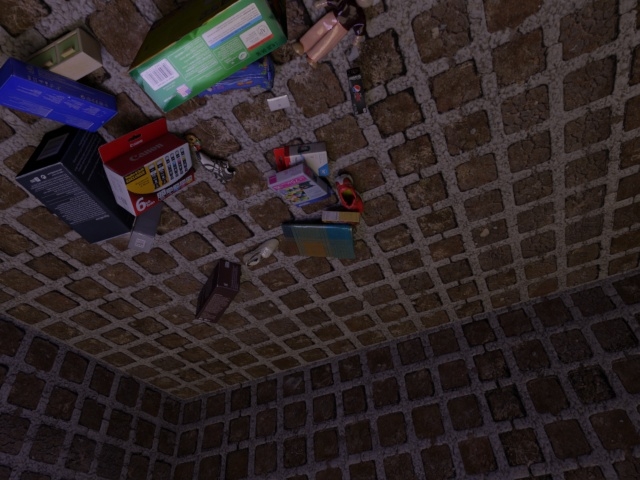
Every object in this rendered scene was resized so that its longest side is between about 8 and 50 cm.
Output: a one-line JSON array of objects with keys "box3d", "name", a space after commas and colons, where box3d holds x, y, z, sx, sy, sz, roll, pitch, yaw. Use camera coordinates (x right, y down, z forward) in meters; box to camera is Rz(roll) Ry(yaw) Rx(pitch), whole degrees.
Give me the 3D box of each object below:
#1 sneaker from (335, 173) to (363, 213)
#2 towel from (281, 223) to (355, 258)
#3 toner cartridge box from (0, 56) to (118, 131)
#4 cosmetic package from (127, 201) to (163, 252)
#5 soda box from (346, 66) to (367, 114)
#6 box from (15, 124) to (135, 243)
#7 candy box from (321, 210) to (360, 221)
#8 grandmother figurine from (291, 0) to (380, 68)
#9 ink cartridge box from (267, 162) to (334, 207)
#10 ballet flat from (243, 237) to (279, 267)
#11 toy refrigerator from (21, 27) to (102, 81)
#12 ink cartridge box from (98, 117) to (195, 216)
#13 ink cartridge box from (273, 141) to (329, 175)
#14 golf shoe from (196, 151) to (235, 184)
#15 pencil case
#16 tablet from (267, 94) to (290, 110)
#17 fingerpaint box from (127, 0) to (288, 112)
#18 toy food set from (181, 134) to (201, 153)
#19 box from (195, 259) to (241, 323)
[{"box3d": [0.138, -0.195, 1.978, 0.107, 0.118, 0.279, -20, 143, 15], "name": "sneaker"}, {"box3d": [-0.003, 0.000, 2.173, 0.370, 0.040, 0.271, 3, 142, 11], "name": "towel"}, {"box3d": [-0.923, -0.496, 1.438, 0.165, 0.075, 0.348, -22, 165, 27], "name": "toner cartridge box"}, {"box3d": [-0.816, -0.076, 1.921, 0.107, 0.238, 0.127, 20, 135, -22], "name": "cosmetic package"}, {"box3d": [0.143, -0.582, 1.605, 0.053, 0.060, 0.169, -10, 138, 6], "name": "soda box"}, {"box3d": [-0.956, -0.233, 1.689, 0.212, 0.293, 0.395, -16, 136, 11], "name": "box"}, {"box3d": [0.104, -0.111, 2.065, 0.187, 0.053, 0.109, 4, 172, 7], "name": "candy box"}, {"box3d": [0.072, -0.744, 1.394, 0.208, 0.104, 0.342, 24, 133, -40], "name": "grandmother figurine"}, {"box3d": [-0.080, -0.235, 1.875, 0.186, 0.065, 0.311, -16, 158, 24], "name": "ink cartridge box"}, {"box3d": [-0.326, 0.077, 2.257, 0.248, 0.086, 0.086, -31, 132, 25], "name": "ballet flat"}, {"box3d": [-0.893, -0.607, 1.404, 0.270, 0.102, 0.094, -19, 167, 14], "name": "toy refrigerator"}, {"box3d": [-0.679, -0.297, 1.637, 0.130, 0.309, 0.271, 30, 142, 21], "name": "ink cartridge box"}, {"box3d": [-0.084, -0.350, 1.820, 0.231, 0.078, 0.134, -7, 138, 2], "name": "ink cartridge box"}, {"box3d": [-0.460, -0.337, 1.807, 0.094, 0.077, 0.198, -37, 135, 11], "name": "golf shoe"}, {"box3d": [-0.318, -0.596, 1.484, 0.306, 0.133, 0.119, -7, 134, -1], "name": "pencil case"}, {"box3d": [-0.167, -0.551, 1.643, 0.083, 0.006, 0.054, -12, 138, 7], "name": "tablet"}, {"box3d": [-0.327, -0.639, 1.259, 0.445, 0.371, 0.163, -23, 135, 17], "name": "fingerpaint box"}, {"box3d": [-0.550, -0.410, 1.743, 0.083, 0.020, 0.082, -25, 135, 19], "name": "toy food set"}, {"box3d": [-0.600, 0.305, 2.398, 0.143, 0.191, 0.381, 17, 134, -24], "name": "box"}]
